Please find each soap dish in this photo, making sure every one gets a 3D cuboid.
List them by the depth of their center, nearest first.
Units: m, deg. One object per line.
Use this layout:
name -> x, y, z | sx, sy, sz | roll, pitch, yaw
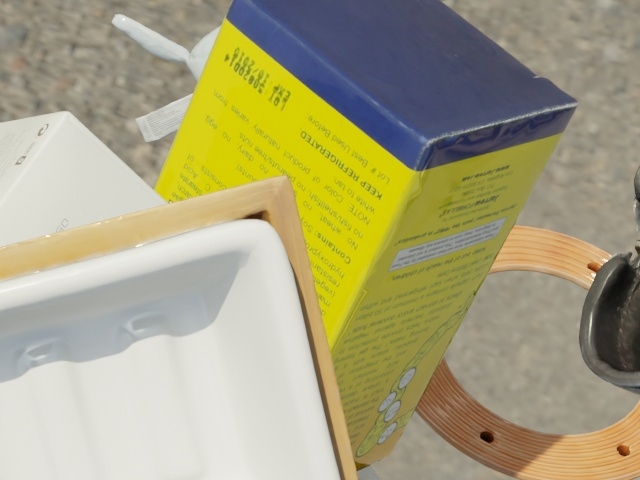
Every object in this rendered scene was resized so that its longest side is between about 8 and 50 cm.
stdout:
soap dish -> -0.136, 0.103, 1.062 | 0.291, 0.118, 0.228 | -15, 105, -8

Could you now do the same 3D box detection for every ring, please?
ring -> 0.224, 0.117, 2.010 | 0.337, 0.336, 0.032 | -18, 144, -29

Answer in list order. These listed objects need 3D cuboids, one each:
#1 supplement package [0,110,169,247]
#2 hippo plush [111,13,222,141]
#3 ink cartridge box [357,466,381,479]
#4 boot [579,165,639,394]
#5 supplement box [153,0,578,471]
supplement package -> -0.207, 0.063, 1.263 | 0.198, 0.263, 0.199 | 44, 66, -25
hippo plush -> -0.015, -0.130, 1.966 | 0.294, 0.236, 0.234 | -15, 81, 7
ink cartridge box -> -0.034, 0.258, 1.563 | 0.207, 0.283, 0.117 | 3, 119, -29
boot -> 0.257, -0.018, 1.023 | 0.222, 0.118, 0.338 | 53, 50, -41
supplement box -> 0.000, 0.000, 1.475 | 0.195, 0.194, 0.356 | -16, 140, -49
